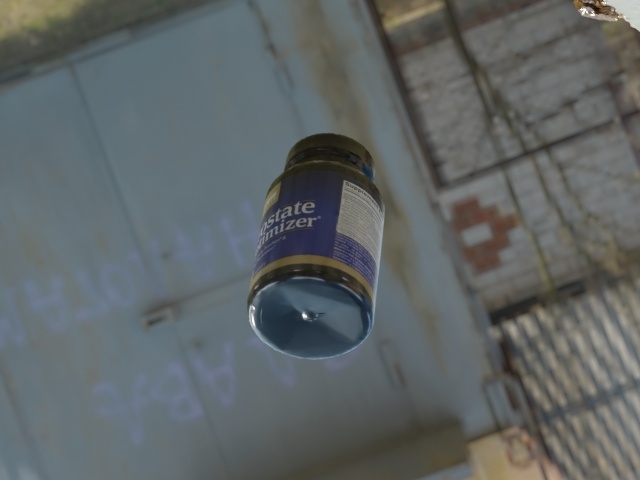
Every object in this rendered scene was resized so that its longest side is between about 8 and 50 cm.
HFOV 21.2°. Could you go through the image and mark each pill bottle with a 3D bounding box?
[{"bbox_3d":[0.000,0.000,1.685,0.122,0.123,0.219,-21,-142,25],"label":"pill bottle"}]

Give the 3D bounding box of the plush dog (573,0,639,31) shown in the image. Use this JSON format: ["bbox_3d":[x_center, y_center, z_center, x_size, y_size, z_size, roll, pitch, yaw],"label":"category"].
[{"bbox_3d":[0.361,-0.317,1.669,0.262,0.225,0.210,27,173,-33],"label":"plush dog"}]
